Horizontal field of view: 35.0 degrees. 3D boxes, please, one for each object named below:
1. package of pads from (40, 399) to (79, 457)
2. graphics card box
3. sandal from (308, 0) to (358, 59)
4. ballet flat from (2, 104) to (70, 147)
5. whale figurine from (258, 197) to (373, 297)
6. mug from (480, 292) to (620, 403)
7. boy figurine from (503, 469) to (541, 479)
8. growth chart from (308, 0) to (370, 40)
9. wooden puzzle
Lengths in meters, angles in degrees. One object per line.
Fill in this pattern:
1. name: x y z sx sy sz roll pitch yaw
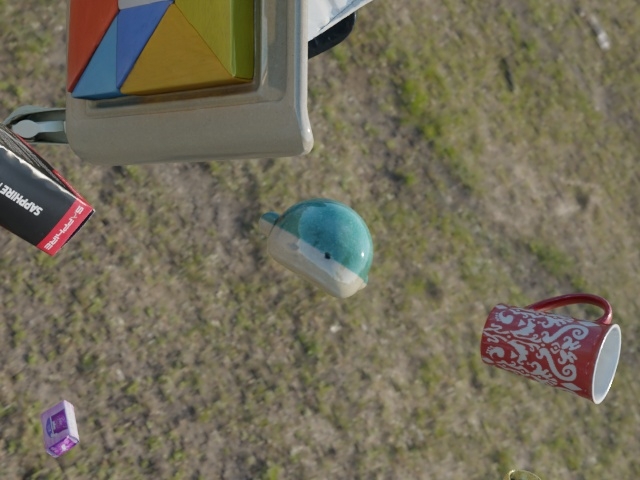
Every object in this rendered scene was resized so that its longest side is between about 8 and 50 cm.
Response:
1. package of pads: -0.412 0.297 1.605 0.032 0.050 0.083 54 4 -41
2. graphics card box: -0.465 -0.135 1.234 0.233 0.094 0.371 39 -3 32
3. sandal: -0.136 -0.334 1.849 0.167 0.446 0.107 50 30 -16
4. ballet flat: -0.449 -0.198 1.781 0.086 0.249 0.086 1 90 -73
5. whale figurine: 0.000 0.000 1.726 0.216 0.141 0.272 32 -1 -8
6. mug: 0.329 0.145 1.434 0.150 0.169 0.113 -34 129 -49
7. boy figurine: 0.333 0.385 1.403 0.177 0.285 0.092 13 85 -13
8. growth chart: -0.001 -0.317 1.178 0.021 0.237 0.172 54 -8 48
9. wooden puzzle: -0.098 -0.168 0.639 0.044 0.221 0.238 -8 97 -50
